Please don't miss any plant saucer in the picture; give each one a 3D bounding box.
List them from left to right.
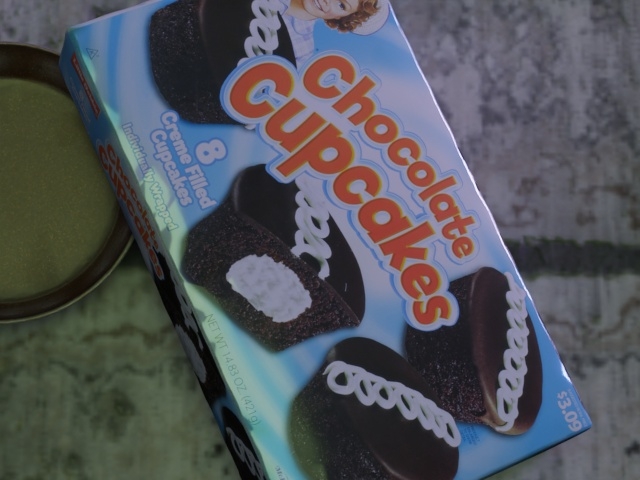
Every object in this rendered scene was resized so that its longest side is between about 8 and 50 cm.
[{"bbox_3d":[-0.185,-0.032,1.028,0.168,0.029,0.168,1,78,-5],"label":"plant saucer"}]

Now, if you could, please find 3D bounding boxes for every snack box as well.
[{"bbox_3d":[0.000,0.000,1.004,0.187,0.060,0.322,-22,80,-20],"label":"snack box"}]
